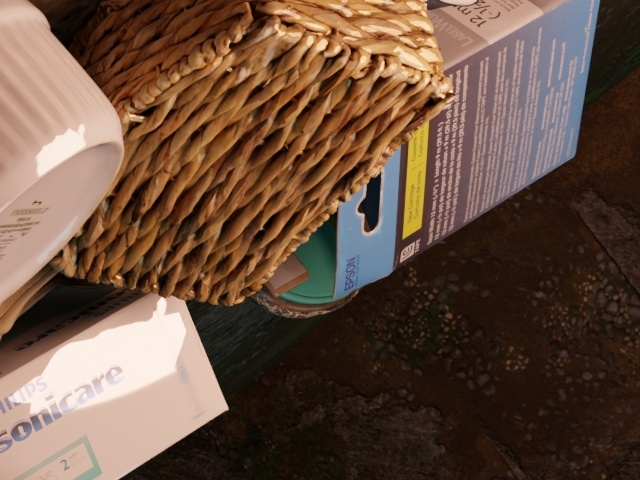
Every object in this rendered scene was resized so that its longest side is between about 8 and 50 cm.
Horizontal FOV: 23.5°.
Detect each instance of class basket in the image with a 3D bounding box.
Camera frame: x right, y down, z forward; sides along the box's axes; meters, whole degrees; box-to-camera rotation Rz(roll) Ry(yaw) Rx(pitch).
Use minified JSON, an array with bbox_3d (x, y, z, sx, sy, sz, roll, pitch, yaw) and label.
[{"bbox_3d":[-0.085,-0.127,1.089,0.213,0.223,0.299,12,141,-33],"label":"basket"}]

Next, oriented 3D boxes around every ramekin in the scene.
[{"bbox_3d":[-0.210,-0.037,0.907,0.207,0.109,0.207,-46,174,-6],"label":"ramekin"}]

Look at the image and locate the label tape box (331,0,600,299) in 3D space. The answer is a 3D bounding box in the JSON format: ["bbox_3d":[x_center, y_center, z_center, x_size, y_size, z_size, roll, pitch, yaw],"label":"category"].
[{"bbox_3d":[0.119,-0.126,1.559,0.348,0.115,0.249,-30,143,-26],"label":"label tape box"}]

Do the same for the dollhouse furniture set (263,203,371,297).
[{"bbox_3d":[0.039,-0.073,1.675,0.197,0.151,0.301,-29,168,-42],"label":"dollhouse furniture set"}]

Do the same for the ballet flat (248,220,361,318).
[{"bbox_3d":[0.000,0.000,1.983,0.182,0.164,0.483,-23,-176,39],"label":"ballet flat"}]

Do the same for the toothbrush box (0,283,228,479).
[{"bbox_3d":[-0.255,0.128,1.287,0.216,0.126,0.295,-31,-163,-34],"label":"toothbrush box"}]

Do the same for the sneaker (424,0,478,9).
[{"bbox_3d":[0.128,-0.259,1.230,0.235,0.094,0.153,-38,175,0],"label":"sneaker"}]

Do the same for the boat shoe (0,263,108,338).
[{"bbox_3d":[-0.195,-0.009,1.248,0.302,0.103,0.113,-32,171,-30],"label":"boat shoe"}]
